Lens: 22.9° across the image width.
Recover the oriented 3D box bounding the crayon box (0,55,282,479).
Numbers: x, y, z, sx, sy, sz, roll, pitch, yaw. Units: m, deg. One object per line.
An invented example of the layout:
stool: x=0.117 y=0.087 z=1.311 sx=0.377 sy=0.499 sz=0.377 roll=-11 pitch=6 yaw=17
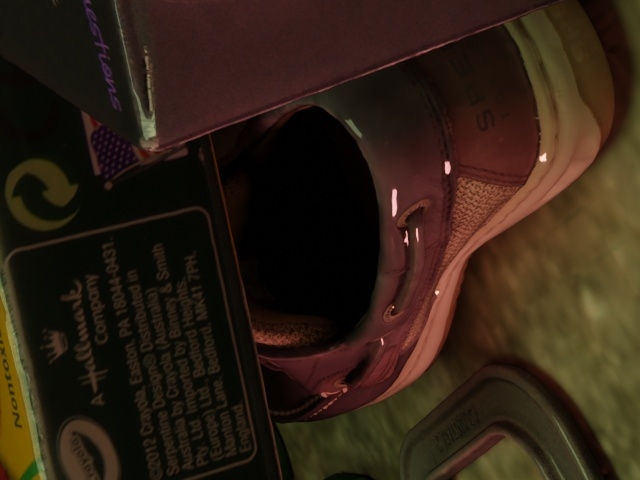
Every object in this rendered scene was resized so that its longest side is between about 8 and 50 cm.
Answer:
crayon box: x=-0.125 y=0.028 z=0.610 sx=0.318 sy=0.081 sz=0.202 roll=2 pitch=105 yaw=64

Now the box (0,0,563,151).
box: x=-0.051 y=-0.151 z=0.432 sx=0.270 sy=0.165 sz=0.143 roll=33 pitch=139 yaw=49

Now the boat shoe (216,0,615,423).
boat shoe: x=0.000 y=0.000 z=0.543 sx=0.103 sy=0.092 sz=0.285 roll=61 pitch=154 yaw=12

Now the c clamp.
c clamp: x=0.078 y=0.114 z=0.572 sx=0.137 sy=0.022 sz=0.160 roll=63 pitch=154 yaw=8

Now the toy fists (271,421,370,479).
toy fists: x=-0.059 y=0.154 z=0.731 sx=0.279 sy=0.142 sz=0.096 roll=29 pitch=136 yaw=53
